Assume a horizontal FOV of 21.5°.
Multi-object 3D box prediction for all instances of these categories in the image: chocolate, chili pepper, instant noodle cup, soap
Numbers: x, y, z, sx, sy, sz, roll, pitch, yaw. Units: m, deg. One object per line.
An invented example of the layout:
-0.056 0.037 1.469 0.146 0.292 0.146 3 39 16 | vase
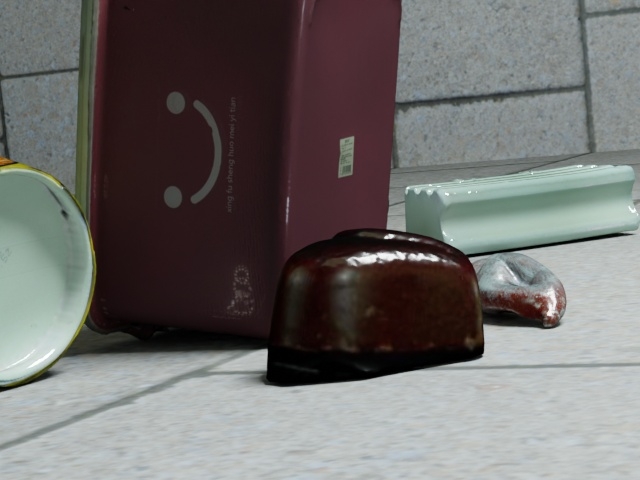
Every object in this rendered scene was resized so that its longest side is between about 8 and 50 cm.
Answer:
0.033 0.033 0.998 0.125 0.080 0.149 -3 4 33 | chocolate
0.127 0.031 1.132 0.050 0.041 0.153 -49 12 -5 | chili pepper
-0.240 0.014 1.077 0.144 0.182 0.182 9 13 38 | instant noodle cup
0.185 -0.030 1.593 0.198 0.066 0.119 -7 4 -18 | soap

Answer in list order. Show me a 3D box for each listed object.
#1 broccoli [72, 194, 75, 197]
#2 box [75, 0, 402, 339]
-0.244 0.005 1.468 0.304 0.145 0.165 -25 11 -35 | broccoli
-0.052 -0.070 1.178 0.168 0.294 0.193 9 12 25 | box
